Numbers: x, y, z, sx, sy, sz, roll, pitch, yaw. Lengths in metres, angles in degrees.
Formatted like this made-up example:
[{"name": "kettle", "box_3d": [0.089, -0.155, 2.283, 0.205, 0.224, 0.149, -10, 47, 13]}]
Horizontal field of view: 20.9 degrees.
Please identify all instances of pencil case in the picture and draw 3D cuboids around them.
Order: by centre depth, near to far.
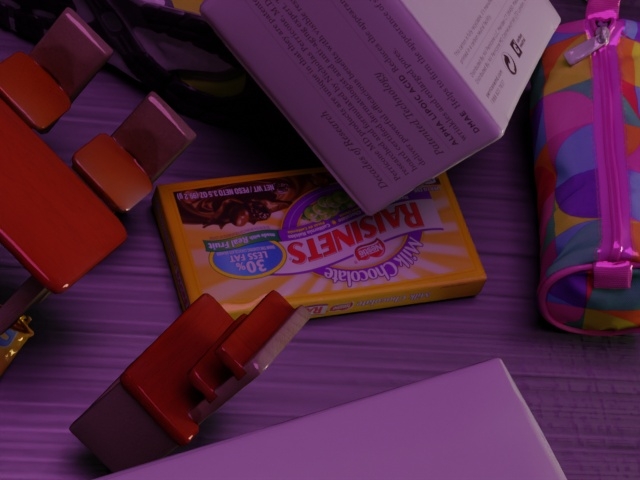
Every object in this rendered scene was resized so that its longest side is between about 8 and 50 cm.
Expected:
[{"name": "pencil case", "box_3d": [0.192, -0.051, 1.196, 0.104, 0.104, 0.236, 8, 56, -11]}]

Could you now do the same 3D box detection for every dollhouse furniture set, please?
[{"name": "dollhouse furniture set", "box_3d": [-0.145, 0.000, 0.996, 0.259, 0.135, 0.262, 46, 37, -2]}]

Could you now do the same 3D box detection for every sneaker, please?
[{"name": "sneaker", "box_3d": [-0.137, -0.190, 1.200, 0.300, 0.111, 0.121, 30, 47, -4]}]

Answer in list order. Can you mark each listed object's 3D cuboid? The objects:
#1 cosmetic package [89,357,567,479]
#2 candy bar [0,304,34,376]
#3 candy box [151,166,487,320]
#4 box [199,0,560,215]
[{"name": "cosmetic package", "box_3d": [-0.065, 0.215, 0.871, 0.385, 0.217, 0.156, -14, 62, -22]}, {"name": "candy bar", "box_3d": [-0.222, 0.099, 1.021, 0.040, 0.018, 0.161, 28, 55, 3]}, {"name": "candy box", "box_3d": [0.000, 0.000, 1.149, 0.206, 0.027, 0.105, -7, 62, -21]}, {"name": "box", "box_3d": [0.045, -0.148, 1.140, 0.182, 0.119, 0.181, 50, 35, -13]}]
